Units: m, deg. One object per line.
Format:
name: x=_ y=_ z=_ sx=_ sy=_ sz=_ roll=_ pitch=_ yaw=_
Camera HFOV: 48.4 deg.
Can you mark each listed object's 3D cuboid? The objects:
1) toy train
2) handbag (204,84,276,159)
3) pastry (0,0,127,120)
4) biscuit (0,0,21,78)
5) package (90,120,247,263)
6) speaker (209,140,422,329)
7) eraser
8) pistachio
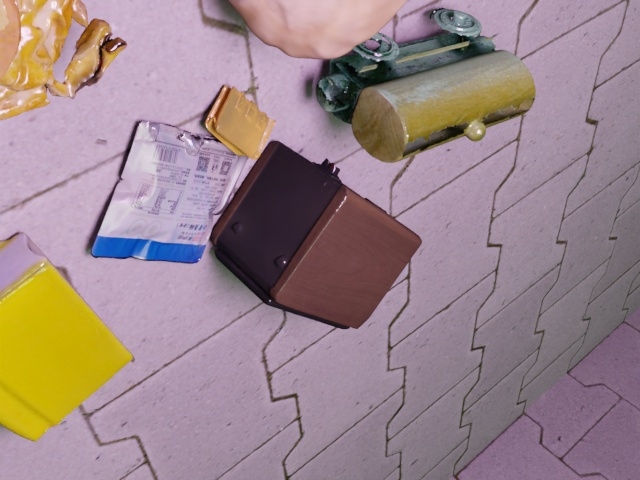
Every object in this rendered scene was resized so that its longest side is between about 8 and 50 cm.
toy train: x=0.144 y=-0.206 z=0.921 sx=0.307 sy=0.189 sz=0.126 roll=-22 pitch=138 yaw=-33
handbag: x=-0.095 y=-0.139 z=0.843 sx=0.083 sy=0.027 sz=0.061 roll=38 pitch=74 yaw=-52
pastry: x=-0.246 y=-0.206 z=0.563 sx=0.154 sy=0.102 sz=0.250 roll=-27 pitch=138 yaw=-41
biscuit: x=-0.371 y=-0.130 z=0.450 sx=0.339 sy=0.047 sz=0.216 roll=-6 pitch=129 yaw=-21
package: x=-0.174 y=-0.050 z=0.848 sx=0.171 sy=0.027 sz=0.173 roll=6 pitch=115 yaw=-54
speaker: x=0.000 y=0.000 z=0.976 sx=0.193 sy=0.153 sz=0.231 roll=-56 pitch=145 yaw=4
eraser: x=-0.326 y=0.113 z=0.785 sx=0.158 sy=0.069 sz=0.226 roll=-39 pitch=143 yaw=-15
pistachio: x=0.030 y=-0.332 z=0.700 sx=0.193 sy=0.214 sz=0.318 roll=32 pitch=88 yaw=-14
